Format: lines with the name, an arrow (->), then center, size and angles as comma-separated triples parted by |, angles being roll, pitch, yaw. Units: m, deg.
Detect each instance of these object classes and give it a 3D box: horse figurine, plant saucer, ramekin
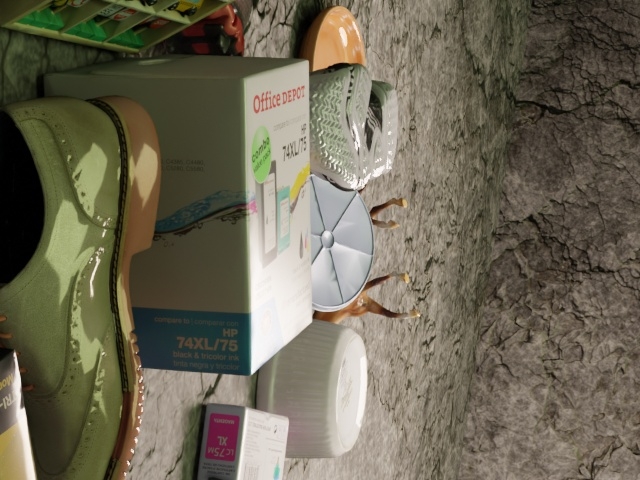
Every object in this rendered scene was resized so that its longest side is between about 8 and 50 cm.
horse figurine -> 0.051, 0.031, 2.052 | 0.066, 0.174, 0.263 | 14, 66, -58
plant saucer -> 0.014, -0.240, 1.999 | 0.200, 0.037, 0.200 | 3, 90, -67
ramekin -> -0.007, 0.209, 1.929 | 0.207, 0.109, 0.207 | 4, 90, -73

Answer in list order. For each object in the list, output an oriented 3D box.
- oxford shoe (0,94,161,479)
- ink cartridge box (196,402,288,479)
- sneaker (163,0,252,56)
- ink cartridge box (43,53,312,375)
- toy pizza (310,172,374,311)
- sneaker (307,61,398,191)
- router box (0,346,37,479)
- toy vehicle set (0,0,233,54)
oxford shoe -> -0.237, 0.073, 1.151 | 0.146, 0.140, 0.397 | 0, 95, -47
ink cartridge box -> -0.106, 0.364, 1.706 | 0.186, 0.065, 0.311 | 38, 55, -70
sneaker -> -0.132, -0.297, 1.419 | 0.276, 0.097, 0.135 | 73, 27, -55
ink cartridge box -> -0.128, -0.033, 1.307 | 0.198, 0.197, 0.270 | -36, 127, -69
toy pizza -> 0.000, 0.000, 1.943 | 0.201, 0.032, 0.201 | 6, 81, -45
sneaker -> -0.039, -0.129, 1.552 | 0.366, 0.210, 0.137 | -16, 109, -77
router box -> -0.304, 0.239, 0.907 | 0.309, 0.081, 0.243 | -43, 135, -55
toy vehicle set -> -0.158, -0.229, 1.227 | 0.035, 0.166, 0.267 | 65, 17, 5
